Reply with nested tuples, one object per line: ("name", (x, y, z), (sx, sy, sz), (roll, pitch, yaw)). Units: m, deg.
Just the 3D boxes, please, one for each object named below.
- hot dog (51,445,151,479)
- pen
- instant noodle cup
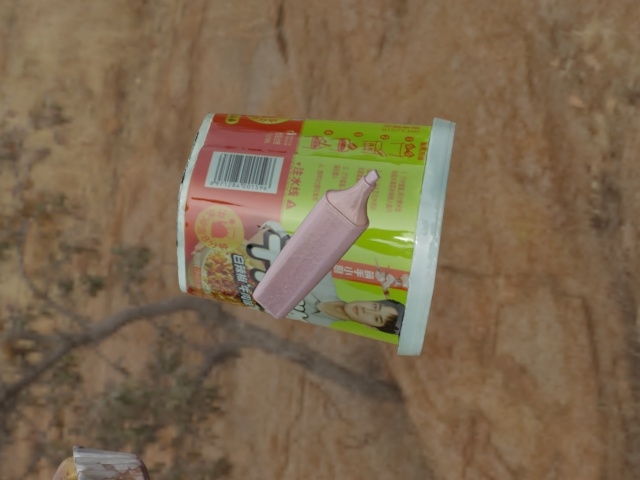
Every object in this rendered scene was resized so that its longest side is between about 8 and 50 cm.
("hot dog", (-0.140, 0.266, 0.858), (0.144, 0.075, 0.267), (-151, 52, -68))
("pen", (0.000, 0.000, 1.222), (0.053, 0.032, 0.197), (42, 123, 3))
("instant noodle cup", (-0.006, -0.025, 1.548), (0.294, 0.308, 0.293), (9, -90, -86))
